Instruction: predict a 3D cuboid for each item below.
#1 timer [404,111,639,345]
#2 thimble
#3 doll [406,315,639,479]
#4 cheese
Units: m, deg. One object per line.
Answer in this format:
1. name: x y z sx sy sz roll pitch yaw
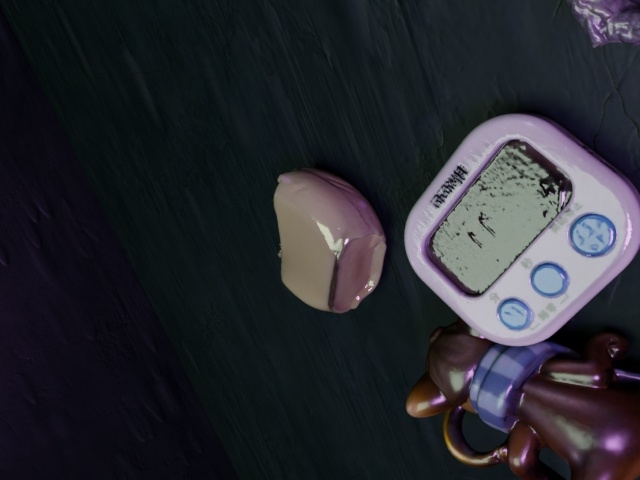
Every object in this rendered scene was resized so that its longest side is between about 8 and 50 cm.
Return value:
1. timer: 0.245 -0.013 0.727 0.237 0.087 0.262 46 123 20
2. thimble: 0.294 -0.250 0.516 0.150 0.098 0.150 30 136 33
3. doll: 0.309 0.229 0.824 0.339 0.209 0.318 23 101 37
4. cheese: 0.000 0.000 1.058 0.233 0.127 0.266 35 138 33
